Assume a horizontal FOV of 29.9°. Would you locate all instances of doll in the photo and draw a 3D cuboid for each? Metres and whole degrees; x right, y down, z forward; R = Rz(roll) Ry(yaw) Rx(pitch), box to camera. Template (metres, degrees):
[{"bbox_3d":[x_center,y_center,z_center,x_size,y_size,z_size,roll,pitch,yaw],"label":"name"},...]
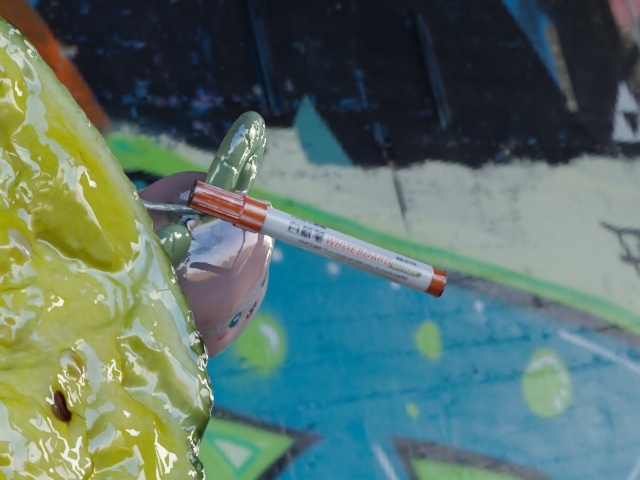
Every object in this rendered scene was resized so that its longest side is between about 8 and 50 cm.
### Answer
[{"bbox_3d":[-0.156,0.008,1.191,0.284,0.216,0.268,-56,-6,-32],"label":"doll"}]

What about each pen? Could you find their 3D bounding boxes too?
[{"bbox_3d":[0.000,0.000,1.012,0.239,0.028,0.028,20,-25,-18],"label":"pen"}]

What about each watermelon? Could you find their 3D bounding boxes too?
[{"bbox_3d":[-0.206,0.060,0.458,0.189,0.331,0.331,-28,-20,38],"label":"watermelon"}]
